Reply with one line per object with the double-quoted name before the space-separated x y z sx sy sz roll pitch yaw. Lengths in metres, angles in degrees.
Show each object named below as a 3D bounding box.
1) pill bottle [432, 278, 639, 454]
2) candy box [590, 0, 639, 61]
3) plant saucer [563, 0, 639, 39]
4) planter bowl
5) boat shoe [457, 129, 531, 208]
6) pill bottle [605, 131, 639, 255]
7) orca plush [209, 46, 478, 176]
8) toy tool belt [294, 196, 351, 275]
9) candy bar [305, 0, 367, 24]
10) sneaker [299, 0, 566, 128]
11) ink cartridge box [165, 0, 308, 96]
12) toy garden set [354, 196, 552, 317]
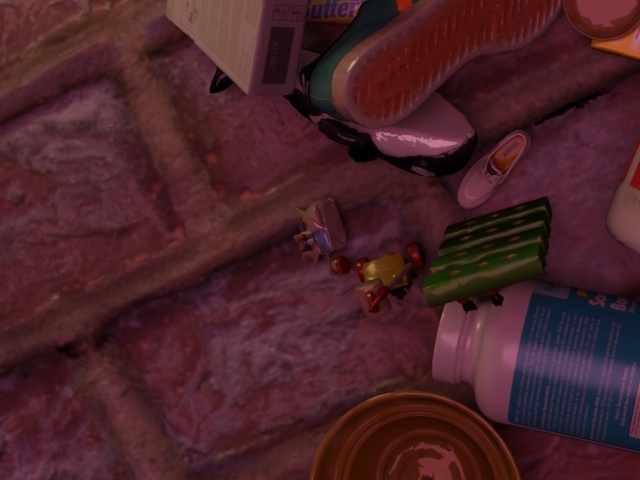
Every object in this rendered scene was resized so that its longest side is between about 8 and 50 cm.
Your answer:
"pill bottle" 0.247 0.119 1.557 0.264 0.146 0.146 12 97 12
"candy box" 0.343 -0.273 1.566 0.105 0.027 0.206 18 98 15
"plant saucer" 0.279 -0.237 1.565 0.083 0.015 0.083 1 93 19
"planter bowl" 0.103 0.253 1.630 0.217 0.090 0.217 1 94 13
"boat shoe" 0.174 -0.071 1.617 0.100 0.035 0.035 -45 84 12
"pill bottle" 0.435 -0.151 1.449 0.229 0.229 0.408 23 99 11
"orca plush" 0.023 -0.114 1.620 0.287 0.151 0.102 15 131 13
"toy tool belt" 0.000 0.000 1.663 0.051 0.052 0.083 -20 86 45
"candy bar" 0.041 -0.237 1.646 0.161 0.018 0.040 5 95 12
"sneaker" 0.107 -0.215 1.555 0.302 0.121 0.108 -33 120 -23
"ink cartridge box" -0.080 -0.270 1.585 0.066 0.232 0.189 -1 117 -23
"toy garden set" 0.123 0.034 1.534 0.203 0.244 0.049 -17 100 14
